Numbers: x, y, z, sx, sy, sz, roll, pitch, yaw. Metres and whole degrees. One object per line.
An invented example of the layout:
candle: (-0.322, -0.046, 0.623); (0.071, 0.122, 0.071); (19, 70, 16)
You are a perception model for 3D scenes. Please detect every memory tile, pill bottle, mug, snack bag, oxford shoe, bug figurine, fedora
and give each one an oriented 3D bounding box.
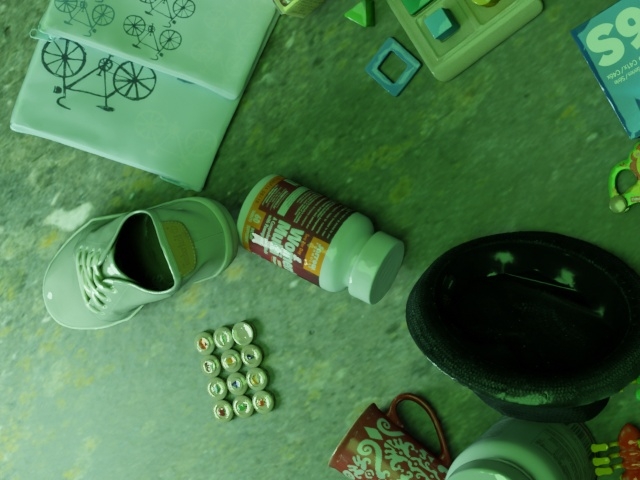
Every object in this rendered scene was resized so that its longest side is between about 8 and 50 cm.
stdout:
memory tile: (-0.133, 0.203, 2.020); (0.113, 0.012, 0.148); (-15, 91, 26)
pill bottle: (0.000, 0.000, 1.868); (0.221, 0.121, 0.121); (26, 108, 20)
mug: (0.119, 0.313, 1.868); (0.169, 0.113, 0.150); (36, 112, 13)
snack bag: (-0.255, -0.257, 1.885); (0.323, 0.037, 0.343); (18, 110, -23)
pill bottle: (0.254, 0.321, 1.708); (0.160, 0.283, 0.160); (4, 99, 25)
oxford shoe: (-0.306, 0.040, 1.968); (0.449, 0.130, 0.169); (-19, 93, 45)
bug figurine: (0.493, 0.232, 1.702); (0.279, 0.072, 0.216); (-7, 90, 29)
fedora: (0.278, 0.135, 1.716); (0.334, 0.334, 0.152); (11, 135, 23)

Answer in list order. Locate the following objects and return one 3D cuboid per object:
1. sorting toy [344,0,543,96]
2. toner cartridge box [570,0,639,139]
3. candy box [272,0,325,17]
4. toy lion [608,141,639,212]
sorting toy: (0.179, -0.343, 1.777); (0.347, 0.047, 0.196); (-36, 82, 24)
toner cartridge box: (0.502, -0.280, 1.621); (0.348, 0.075, 0.165); (-31, 85, 25)
candy box: (0.031, -0.473, 1.794); (0.316, 0.087, 0.183); (-37, 82, 21)
toy lion: (0.425, -0.087, 1.712); (0.100, 0.034, 0.096); (-6, 88, 26)
